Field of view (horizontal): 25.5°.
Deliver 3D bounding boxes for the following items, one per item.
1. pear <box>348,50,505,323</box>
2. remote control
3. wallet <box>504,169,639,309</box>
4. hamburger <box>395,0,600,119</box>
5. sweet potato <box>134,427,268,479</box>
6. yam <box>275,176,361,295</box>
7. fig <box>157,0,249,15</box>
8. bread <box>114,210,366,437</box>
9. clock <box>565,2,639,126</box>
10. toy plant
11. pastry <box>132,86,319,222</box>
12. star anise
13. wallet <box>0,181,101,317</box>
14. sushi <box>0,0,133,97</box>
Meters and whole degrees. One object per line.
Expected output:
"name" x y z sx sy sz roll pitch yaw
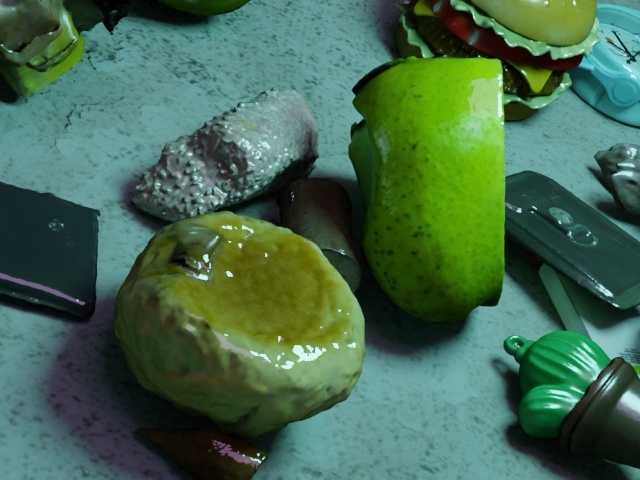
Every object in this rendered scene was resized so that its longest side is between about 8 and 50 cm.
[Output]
"pear" 0.114 -0.034 1.512 0.159 0.292 0.292 -3 41 1
"remote control" 0.336 0.116 1.626 0.103 0.034 0.250 7 41 -29
"wallet" 0.301 -0.003 1.687 0.245 0.052 0.168 37 31 29
"hamburger" 0.250 -0.315 1.928 0.274 0.212 0.274 19 37 -15
"sweet potato" -0.105 0.184 1.225 0.117 0.049 0.049 19 36 2
"yam" -0.001 -0.003 1.488 0.084 0.084 0.127 16 35 -20
"fig" -0.165 -0.426 1.750 0.233 0.233 0.314 -4 54 -39
"bread" -0.080 0.082 1.287 0.244 0.134 0.244 18 35 -13
"clock" 0.459 -0.260 2.120 0.274 0.094 0.223 12 39 -21
"toy plant" 0.266 0.164 1.469 0.200 0.105 0.143 27 45 24
"pastry" -0.079 -0.095 1.516 0.103 0.112 0.265 46 38 8
"star anise" 0.481 -0.075 1.882 0.236 0.093 0.229 20 20 32
"wallet" -0.338 -0.015 1.302 0.285 0.030 0.146 17 41 -21
"sushi" -0.347 -0.310 1.467 0.328 0.285 0.329 34 -3 -5
